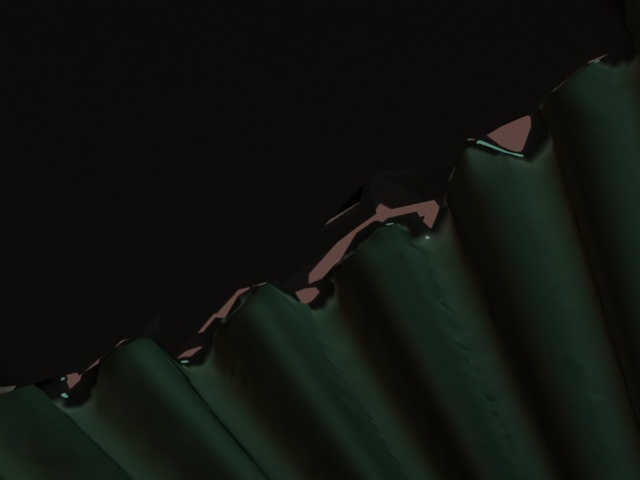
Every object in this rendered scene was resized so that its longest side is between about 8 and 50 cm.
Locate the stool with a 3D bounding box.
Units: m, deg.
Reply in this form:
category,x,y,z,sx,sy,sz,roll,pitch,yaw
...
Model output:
category,x,y,z,sx,sy,sz,roll,pitch,yaw
stool,0.000,0.000,0.516,0.297,0.330,0.297,-11,53,15
